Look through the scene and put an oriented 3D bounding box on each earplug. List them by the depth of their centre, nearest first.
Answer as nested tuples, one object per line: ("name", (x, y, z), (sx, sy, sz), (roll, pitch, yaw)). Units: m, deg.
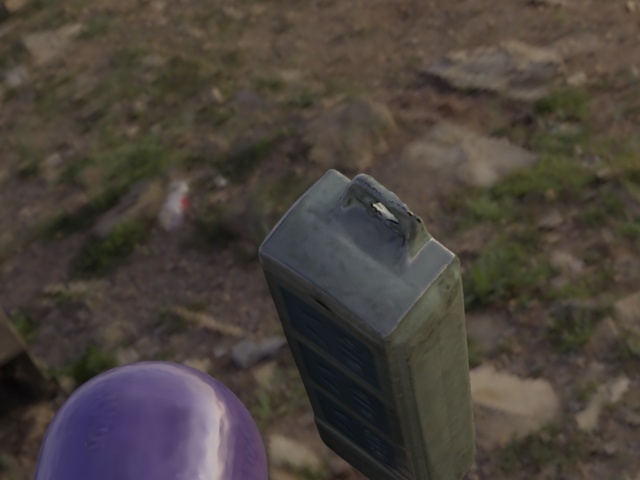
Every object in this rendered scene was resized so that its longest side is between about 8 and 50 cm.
("earplug", (-0.127, 0.292, 1.067), (0.215, 0.215, 0.456), (-17, 50, 26))

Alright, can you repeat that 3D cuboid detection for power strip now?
("power strip", (0.028, 0.056, 0.706), (0.078, 0.272, 0.052), (35, 74, 21))
